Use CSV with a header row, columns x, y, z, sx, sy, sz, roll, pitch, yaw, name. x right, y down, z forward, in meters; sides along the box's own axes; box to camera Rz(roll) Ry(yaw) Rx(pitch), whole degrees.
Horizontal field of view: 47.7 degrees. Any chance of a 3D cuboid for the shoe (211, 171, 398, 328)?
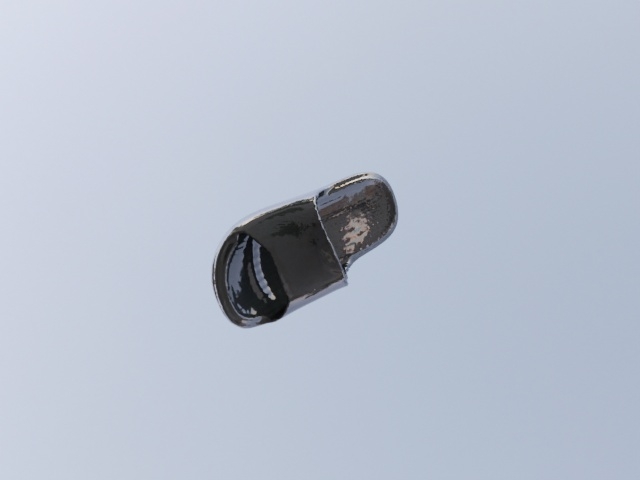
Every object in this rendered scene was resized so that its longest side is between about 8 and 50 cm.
x,y,z,sx,sy,sz,roll,pitch,yaw,name
0.000,0.000,0.750,0.093,0.241,0.108,0,-63,59,shoe
